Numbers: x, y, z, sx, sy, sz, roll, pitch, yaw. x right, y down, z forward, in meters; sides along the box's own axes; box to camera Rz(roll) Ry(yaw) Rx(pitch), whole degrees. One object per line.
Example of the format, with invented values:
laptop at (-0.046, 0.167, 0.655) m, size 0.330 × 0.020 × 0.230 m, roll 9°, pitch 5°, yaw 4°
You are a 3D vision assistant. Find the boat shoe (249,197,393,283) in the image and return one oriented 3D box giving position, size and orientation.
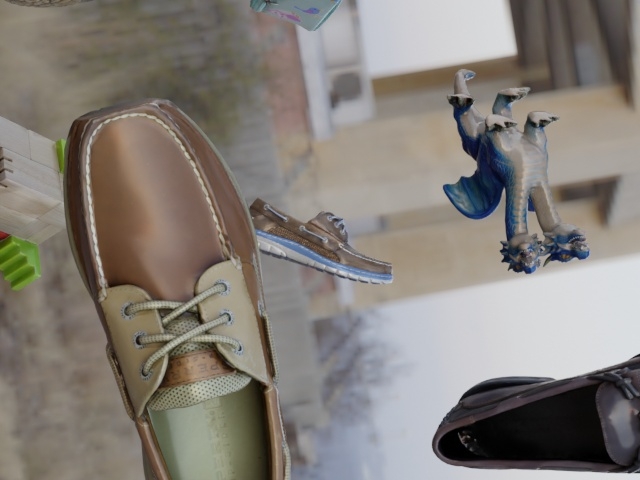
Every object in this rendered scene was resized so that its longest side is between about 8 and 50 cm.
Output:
boat shoe at (0.000, 0.000, 1.783) m, size 0.066 × 0.183 × 0.066 m, roll 136°, pitch -28°, yaw -86°

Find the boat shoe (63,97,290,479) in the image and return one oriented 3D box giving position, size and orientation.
boat shoe at (-0.079, 0.069, 1.021) m, size 0.120 × 0.123 × 0.324 m, roll -129°, pitch -158°, yaw -72°

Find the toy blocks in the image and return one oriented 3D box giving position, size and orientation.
toy blocks at (-0.496, -0.051, 2.036) m, size 0.261 × 0.381 × 0.190 m, roll 26°, pitch 43°, yaw -47°

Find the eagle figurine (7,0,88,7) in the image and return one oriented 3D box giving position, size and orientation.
eagle figurine at (-0.361, -0.258, 1.558) m, size 0.225 × 0.226 × 0.298 m, roll 0°, pitch 47°, yaw -53°

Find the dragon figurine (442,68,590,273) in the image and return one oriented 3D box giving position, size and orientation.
dragon figurine at (0.172, -0.070, 1.542) m, size 0.289 × 0.085 × 0.144 m, roll -131°, pitch -143°, yaw -59°

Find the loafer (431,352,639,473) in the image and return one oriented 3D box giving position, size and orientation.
loafer at (0.234, 0.158, 1.337) m, size 0.095 × 0.303 × 0.109 m, roll -20°, pitch 98°, yaw -55°

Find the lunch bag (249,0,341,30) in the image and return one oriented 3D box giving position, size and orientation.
lunch bag at (-0.003, -0.400, 1.918) m, size 0.224 × 0.108 × 0.279 m, roll 156°, pitch -49°, yaw -69°
